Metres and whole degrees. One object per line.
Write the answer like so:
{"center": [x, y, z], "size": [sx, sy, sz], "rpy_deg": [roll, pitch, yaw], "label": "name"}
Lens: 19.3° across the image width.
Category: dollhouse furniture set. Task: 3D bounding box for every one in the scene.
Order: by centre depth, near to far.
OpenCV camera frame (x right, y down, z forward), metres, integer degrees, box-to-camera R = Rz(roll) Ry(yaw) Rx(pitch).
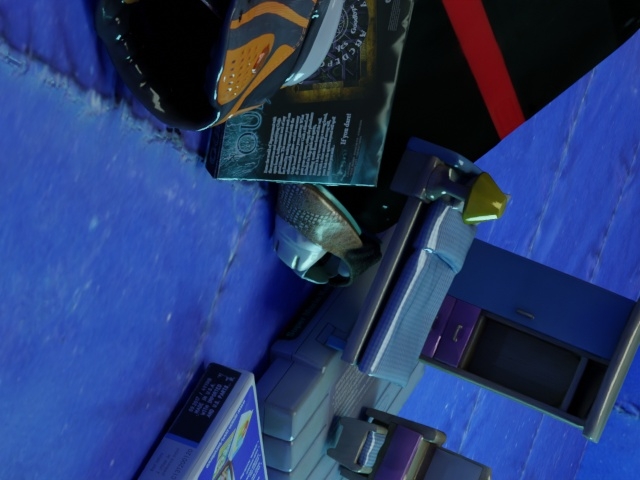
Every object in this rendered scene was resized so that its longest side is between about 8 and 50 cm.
{"center": [0.132, 0.101, 1.576], "size": [0.286, 0.198, 0.303], "rpy_deg": [-67, 162, -5], "label": "dollhouse furniture set"}

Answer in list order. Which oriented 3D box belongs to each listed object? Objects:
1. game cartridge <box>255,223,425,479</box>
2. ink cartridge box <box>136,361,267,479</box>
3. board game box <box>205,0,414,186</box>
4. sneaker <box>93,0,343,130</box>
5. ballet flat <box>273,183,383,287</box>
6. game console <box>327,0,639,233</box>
{"center": [0.027, 0.115, 1.721], "size": [0.355, 0.068, 0.230], "rpy_deg": [-52, 150, -45], "label": "game cartridge"}
{"center": [-0.105, 0.232, 1.469], "size": [0.206, 0.045, 0.208], "rpy_deg": [-59, 157, -33], "label": "ink cartridge box"}
{"center": [-0.005, -0.129, 1.307], "size": [0.026, 0.126, 0.186], "rpy_deg": [-127, -136, -59], "label": "board game box"}
{"center": [-0.039, -0.205, 1.107], "size": [0.180, 0.125, 0.321], "rpy_deg": [-44, 148, -56], "label": "sneaker"}
{"center": [0.000, 0.000, 1.518], "size": [0.067, 0.073, 0.206], "rpy_deg": [-51, 157, 0], "label": "ballet flat"}
{"center": [0.124, -0.168, 1.510], "size": [0.342, 0.060, 0.386], "rpy_deg": [-38, 160, 1], "label": "game console"}
